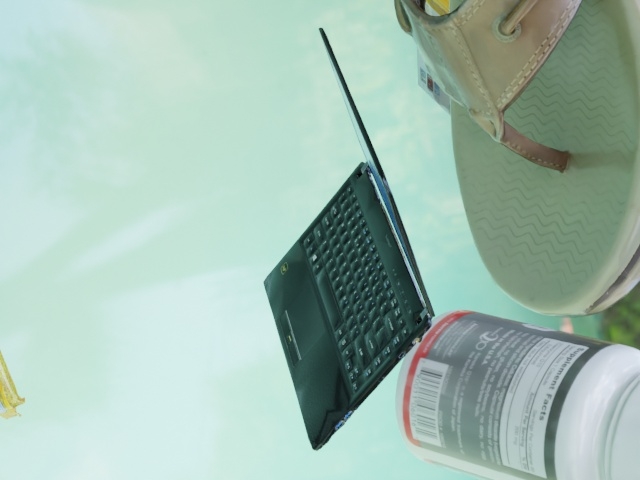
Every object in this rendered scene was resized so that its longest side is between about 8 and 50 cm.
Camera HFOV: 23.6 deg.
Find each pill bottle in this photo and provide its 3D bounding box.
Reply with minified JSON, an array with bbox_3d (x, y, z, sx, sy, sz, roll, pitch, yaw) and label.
[{"bbox_3d":[0.225,0.166,1.451,0.161,0.283,0.161,-13,108,-45],"label":"pill bottle"}]

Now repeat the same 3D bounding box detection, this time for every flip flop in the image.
[{"bbox_3d":[0.064,-0.107,0.524,0.112,0.080,0.277,20,-61,51],"label":"flip flop"}]

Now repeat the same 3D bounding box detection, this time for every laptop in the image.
[{"bbox_3d":[0.000,0.000,1.332,0.136,0.264,0.234,25,28,-30],"label":"laptop"}]

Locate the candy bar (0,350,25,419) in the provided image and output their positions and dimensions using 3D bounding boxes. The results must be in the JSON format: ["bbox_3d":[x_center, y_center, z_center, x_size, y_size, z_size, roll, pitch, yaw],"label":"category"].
[{"bbox_3d":[-0.243,0.049,1.040,0.161,0.040,0.018,67,14,6],"label":"candy bar"}]

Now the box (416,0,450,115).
[{"bbox_3d":[0.113,-0.152,1.294,0.081,0.028,0.136,49,-24,37],"label":"box"}]
